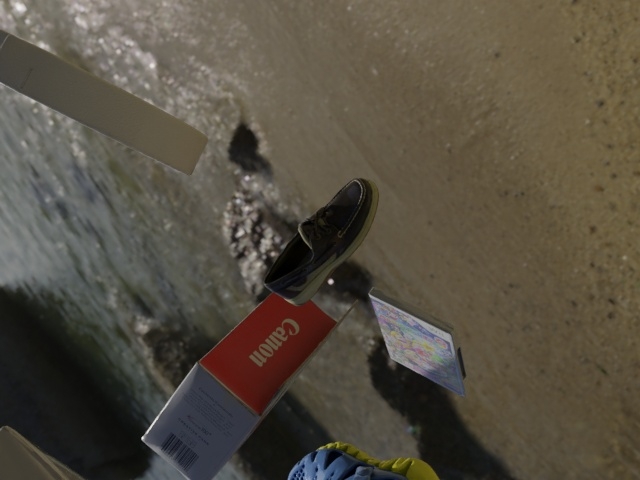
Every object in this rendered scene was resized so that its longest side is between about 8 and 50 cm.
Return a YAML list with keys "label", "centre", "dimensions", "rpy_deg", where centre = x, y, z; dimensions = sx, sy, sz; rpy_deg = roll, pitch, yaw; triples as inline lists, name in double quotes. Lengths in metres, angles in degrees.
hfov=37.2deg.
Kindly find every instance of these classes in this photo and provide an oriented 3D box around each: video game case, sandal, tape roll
- label: "video game case"
  centre: [0.092, 0.094, 0.869]
  dimensions: [0.087, 0.011, 0.122]
  rpy_deg: [26, 155, 29]
- label: "sandal"
  centre: [0.040, 0.392, 1.462]
  dimensions: [0.317, 0.138, 0.126]
  rpy_deg: [-16, 95, 52]
- label: "tape roll"
  centre: [-0.357, -0.213, 1.448]
  dimensions: [0.392, 0.072, 0.392]
  rpy_deg: [27, 180, 0]

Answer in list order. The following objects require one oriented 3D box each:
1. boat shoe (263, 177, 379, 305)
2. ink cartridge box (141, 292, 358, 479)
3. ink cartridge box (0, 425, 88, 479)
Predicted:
- label: "boat shoe"
  centre: [0.000, 0.000, 0.939]
  dimensions: [0.049, 0.152, 0.056]
  rpy_deg: [22, -160, -38]
- label: "ink cartridge box"
  centre: [-0.105, 0.203, 1.535]
  dimensions: [0.130, 0.309, 0.272]
  rpy_deg: [40, 122, 4]
- label: "ink cartridge box"
  centre: [-0.174, 0.308, 0.689]
  dimensions: [0.197, 0.198, 0.270]
  rpy_deg: [32, 162, 32]
